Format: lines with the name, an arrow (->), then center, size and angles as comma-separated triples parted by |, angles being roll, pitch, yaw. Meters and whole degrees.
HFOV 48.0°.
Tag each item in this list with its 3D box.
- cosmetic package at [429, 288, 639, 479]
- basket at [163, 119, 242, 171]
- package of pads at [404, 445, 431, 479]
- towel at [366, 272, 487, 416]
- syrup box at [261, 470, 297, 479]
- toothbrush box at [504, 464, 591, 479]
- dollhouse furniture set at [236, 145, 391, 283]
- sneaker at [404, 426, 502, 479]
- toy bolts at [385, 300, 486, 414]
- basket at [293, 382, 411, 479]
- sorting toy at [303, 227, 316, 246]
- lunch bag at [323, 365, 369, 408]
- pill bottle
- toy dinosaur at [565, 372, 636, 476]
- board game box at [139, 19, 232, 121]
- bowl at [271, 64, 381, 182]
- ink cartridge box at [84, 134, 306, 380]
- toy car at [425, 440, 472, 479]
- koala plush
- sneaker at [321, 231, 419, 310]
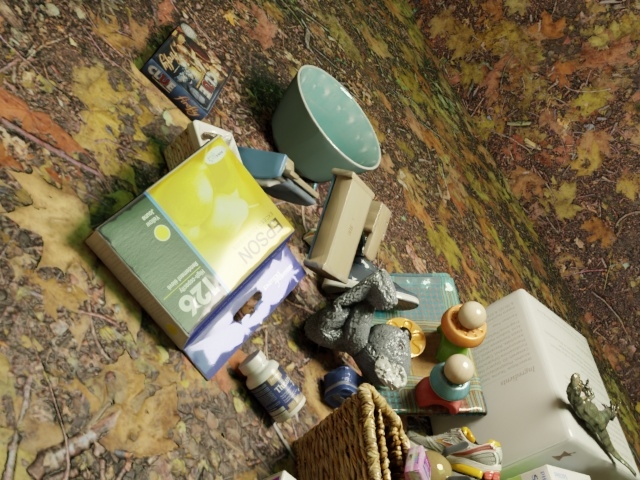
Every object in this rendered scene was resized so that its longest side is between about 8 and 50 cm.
cosmetic package -> 0.473, 0.399, 1.691 | 0.329, 0.327, 0.394 | 35, 34, -34
basket -> -0.220, -0.130, 1.398 | 0.113, 0.103, 0.167 | 13, 50, -53
package of pads -> 0.159, 0.375, 1.166 | 0.083, 0.032, 0.050 | -45, 117, -74
towel -> 0.215, 0.224, 1.630 | 0.271, 0.040, 0.370 | 2, 50, -13
syrup box -> -0.071, 0.459, 1.016 | 0.093, 0.096, 0.237 | 44, 31, -21
toothbrush box -> 0.396, 0.563, 1.442 | 0.206, 0.283, 0.122 | 28, 38, -43
dollhouse furniture set -> -0.054, -0.041, 1.521 | 0.286, 0.303, 0.198 | 36, 71, -62
sneaker -> 0.276, 0.430, 1.487 | 0.088, 0.225, 0.093 | 35, 68, -48
toy bolts -> 0.248, 0.227, 1.509 | 0.218, 0.158, 0.229 | 11, 50, -8
basket -> 0.105, 0.422, 1.157 | 0.213, 0.223, 0.299 | 21, 41, -27
sorting toy -> 0.000, 0.000, 1.685 | 0.083, 0.045, 0.075 | 46, 10, -18
lunch bag -> 0.054, 0.302, 1.409 | 0.098, 0.067, 0.065 | 39, 32, -31
pill bottle -> -0.086, 0.250, 1.243 | 0.120, 0.067, 0.067 | 52, 28, -8
toy dinosaur -> 0.575, 0.358, 1.489 | 0.268, 0.064, 0.118 | 51, 36, -14
board game box -> -0.294, -0.382, 1.612 | 0.165, 0.042, 0.243 | 44, 30, -22
bowl -> -0.006, -0.269, 1.819 | 0.311, 0.163, 0.312 | 39, 32, -30
ink cartridge box -> -0.183, 0.021, 1.224 | 0.307, 0.072, 0.303 | 50, 51, -9
toy car -> 0.211, 0.454, 1.364 | 0.149, 0.188, 0.155 | 39, 32, -29
koala plush -> 0.101, 0.203, 1.448 | 0.221, 0.203, 0.196 | 55, -3, 4
sneaker -> 0.128, 0.062, 1.632 | 0.226, 0.086, 0.164 | 17, 64, -9
